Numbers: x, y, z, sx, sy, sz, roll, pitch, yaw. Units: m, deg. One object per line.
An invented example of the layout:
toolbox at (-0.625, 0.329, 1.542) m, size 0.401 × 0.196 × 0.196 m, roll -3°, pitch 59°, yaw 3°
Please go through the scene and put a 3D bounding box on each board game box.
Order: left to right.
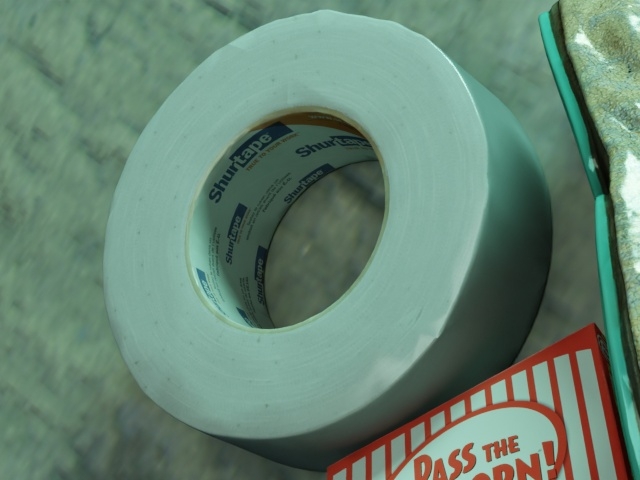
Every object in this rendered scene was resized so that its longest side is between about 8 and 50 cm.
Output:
board game box at (0.072, 0.133, 0.759) m, size 0.147 × 0.045 × 0.193 m, roll -31°, pitch 24°, yaw 16°

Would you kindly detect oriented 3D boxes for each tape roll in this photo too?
tape roll at (0.000, 0.000, 0.902) m, size 0.219 × 0.072 × 0.219 m, roll -12°, pitch 67°, yaw 29°

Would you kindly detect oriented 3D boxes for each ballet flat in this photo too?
ballet flat at (0.160, -0.013, 0.752) m, size 0.106 × 0.107 × 0.316 m, roll -16°, pitch 46°, yaw 13°
